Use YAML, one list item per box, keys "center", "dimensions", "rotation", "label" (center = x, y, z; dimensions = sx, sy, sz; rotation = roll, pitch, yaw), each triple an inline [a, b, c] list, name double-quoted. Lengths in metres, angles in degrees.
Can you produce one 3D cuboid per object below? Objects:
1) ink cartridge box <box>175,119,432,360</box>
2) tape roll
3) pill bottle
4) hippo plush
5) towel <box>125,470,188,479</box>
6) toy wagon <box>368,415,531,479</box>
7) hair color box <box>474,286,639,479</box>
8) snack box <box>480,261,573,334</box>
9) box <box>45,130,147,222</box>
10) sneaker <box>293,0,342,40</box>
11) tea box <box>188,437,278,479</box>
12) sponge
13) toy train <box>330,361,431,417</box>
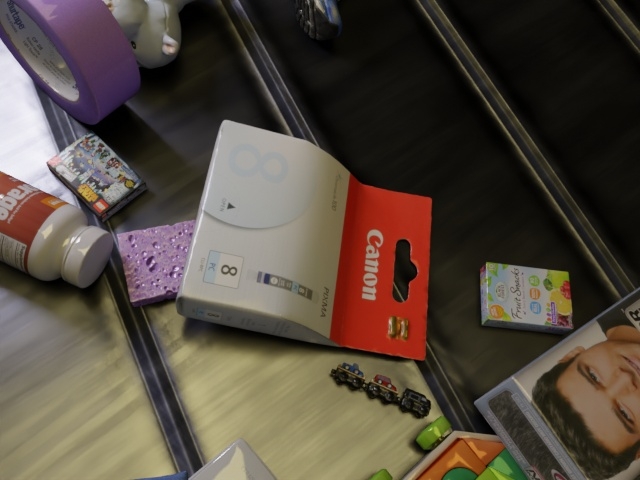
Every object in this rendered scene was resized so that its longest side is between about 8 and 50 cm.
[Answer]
- center: [0.000, 0.000, 1.010]
  dimensions: [0.385, 0.091, 0.308]
  rotation: [12, 61, -8]
  label: "ink cartridge box"
- center: [-0.413, -0.320, 1.025]
  dimensions: [0.275, 0.275, 0.090]
  rotation: [40, 67, 12]
  label: "tape roll"
- center: [-0.427, -0.015, 0.964]
  dimensions: [0.216, 0.121, 0.121]
  rotation: [24, 64, 4]
  label: "pill bottle"
- center: [-0.317, -0.424, 1.159]
  dimensions: [0.294, 0.234, 0.236]
  rotation: [24, 78, -42]
  label: "hippo plush"
- center: [-0.202, 0.340, 0.511]
  dimensions: [0.209, 0.034, 0.285]
  rotation: [-3, 64, -8]
  label: "towel"
- center: [0.227, 0.373, 0.896]
  dimensions: [0.344, 0.068, 0.267]
  rotation: [-36, 74, -21]
  label: "toy wagon"
- center: [0.426, 0.209, 0.938]
  dimensions: [0.374, 0.113, 0.185]
  rotation: [-24, 70, -29]
  label: "hair color box"
- center: [0.334, 0.095, 1.058]
  dimensions: [0.141, 0.037, 0.100]
  rotation: [7, 63, -4]
  label: "snack box"
- center: [-0.367, -0.107, 1.067]
  dimensions: [0.137, 0.027, 0.094]
  rotation: [41, 68, 12]
  label: "box"
- center: [0.018, -0.532, 1.264]
  dimensions: [0.147, 0.130, 0.330]
  rotation: [-3, 65, -6]
  label: "sneaker"
- center: [-0.142, 0.416, 0.682]
  dimensions: [0.323, 0.329, 0.220]
  rotation: [-36, 74, -20]
  label: "tea box"
- center: [-0.202, 0.025, 1.024]
  dimensions: [0.210, 0.031, 0.117]
  rotation: [-12, 68, -13]
  label: "sponge"
- center: [0.092, 0.220, 0.973]
  dimensions: [0.158, 0.027, 0.036]
  rotation: [22, 61, 3]
  label: "toy train"
